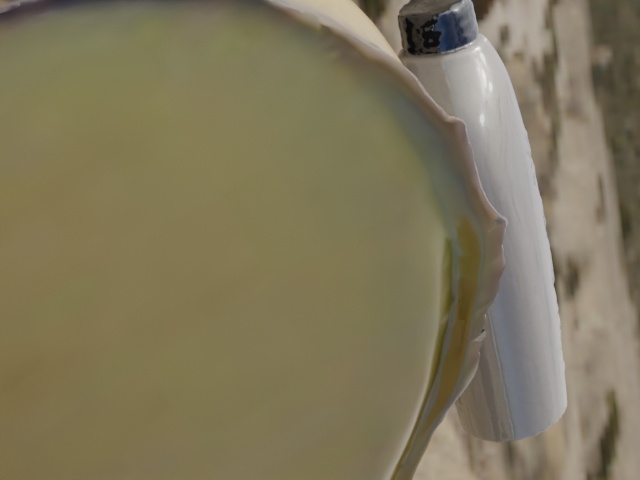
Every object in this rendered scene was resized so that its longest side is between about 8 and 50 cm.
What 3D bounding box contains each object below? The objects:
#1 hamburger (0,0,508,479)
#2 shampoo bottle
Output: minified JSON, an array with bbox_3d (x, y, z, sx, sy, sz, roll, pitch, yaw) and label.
[{"bbox_3d":[-0.168,0.014,0.673,0.277,0.395,0.396,43,-23,44],"label":"hamburger"},{"bbox_3d":[0.087,-0.016,1.043,0.127,0.078,0.257,-90,166,-68],"label":"shampoo bottle"}]
